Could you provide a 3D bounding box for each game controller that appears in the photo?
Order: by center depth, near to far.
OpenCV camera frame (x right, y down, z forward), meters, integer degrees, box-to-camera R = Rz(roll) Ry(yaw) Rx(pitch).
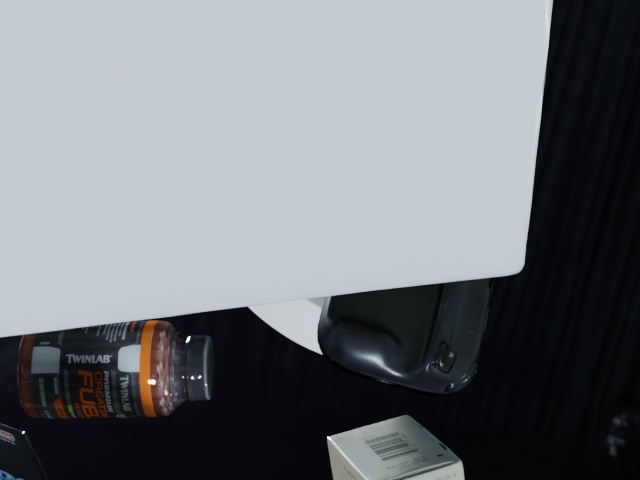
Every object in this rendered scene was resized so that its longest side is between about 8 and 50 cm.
[{"bbox_3d":[0.106,0.011,1.151,0.167,0.067,0.319,10,-124,10],"label":"game controller"}]

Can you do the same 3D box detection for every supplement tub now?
[{"bbox_3d":[-0.216,0.137,1.160,0.198,0.106,0.106,-2,-157,2],"label":"supplement tub"}]

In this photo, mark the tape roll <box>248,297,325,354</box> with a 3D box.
[{"bbox_3d":[0.000,0.000,1.527,0.392,0.072,0.392,27,-146,-21],"label":"tape roll"}]

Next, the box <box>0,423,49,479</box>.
[{"bbox_3d":[-0.344,0.211,0.895,0.295,0.073,0.293,33,-176,-36],"label":"box"}]

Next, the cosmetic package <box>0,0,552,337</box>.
[{"bbox_3d":[-0.092,-0.207,0.558,0.330,0.327,0.393,-7,-140,-5],"label":"cosmetic package"}]

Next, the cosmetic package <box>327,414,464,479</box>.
[{"bbox_3d":[0.104,0.381,1.267,0.113,0.309,0.160,-12,-167,-16],"label":"cosmetic package"}]
